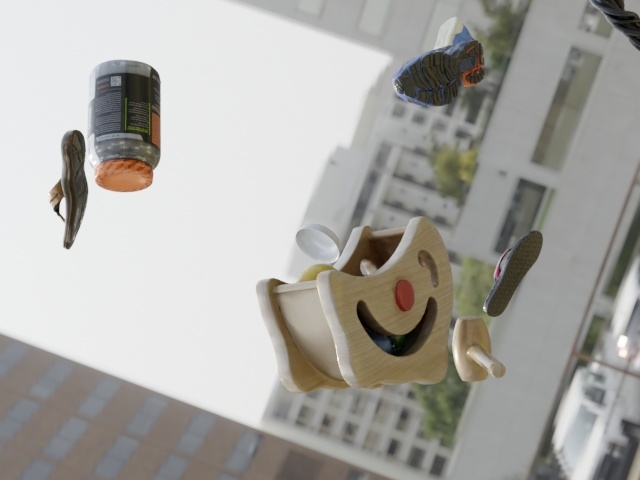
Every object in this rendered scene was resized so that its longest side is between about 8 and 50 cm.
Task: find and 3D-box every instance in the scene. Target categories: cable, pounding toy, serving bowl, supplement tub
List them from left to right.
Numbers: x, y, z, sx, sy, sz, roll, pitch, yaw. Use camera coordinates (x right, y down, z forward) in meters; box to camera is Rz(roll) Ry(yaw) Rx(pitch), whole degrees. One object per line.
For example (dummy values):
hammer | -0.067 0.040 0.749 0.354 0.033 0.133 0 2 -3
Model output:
supplement tub | -0.310 -0.179 2.130 0.117 0.117 0.190 93 175 -68
serving bowl | 0.000 0.000 2.269 0.027 0.083 0.083 -57 -13 -36
pounding toy | 0.081 0.052 1.201 0.269 0.155 0.154 5 -102 -56
cable | 0.384 -0.288 1.589 0.047 0.184 0.150 -30 32 45

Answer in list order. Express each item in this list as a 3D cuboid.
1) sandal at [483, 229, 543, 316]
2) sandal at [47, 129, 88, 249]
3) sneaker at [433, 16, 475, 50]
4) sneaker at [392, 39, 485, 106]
sandal | 0.339 0.054 2.433 0.040 0.067 0.179 46 114 47
sandal | -0.439 -0.089 2.316 0.090 0.060 0.219 -73 -11 -56
sneaker | 0.217 -0.285 2.194 0.058 0.084 0.152 -22 34 44
sneaker | 0.165 -0.243 2.007 0.221 0.087 0.083 -23 -75 -54
